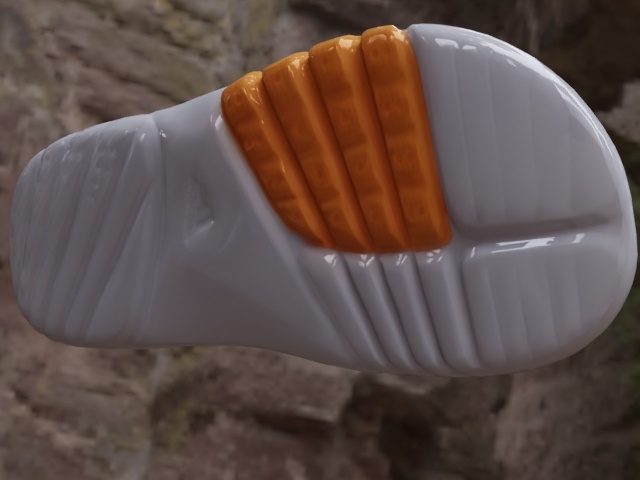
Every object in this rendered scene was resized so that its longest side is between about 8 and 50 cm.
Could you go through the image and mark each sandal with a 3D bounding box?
[{"bbox_3d":[-0.001,-0.011,0.532,0.265,0.102,0.076,-2,0,44],"label":"sandal"}]
